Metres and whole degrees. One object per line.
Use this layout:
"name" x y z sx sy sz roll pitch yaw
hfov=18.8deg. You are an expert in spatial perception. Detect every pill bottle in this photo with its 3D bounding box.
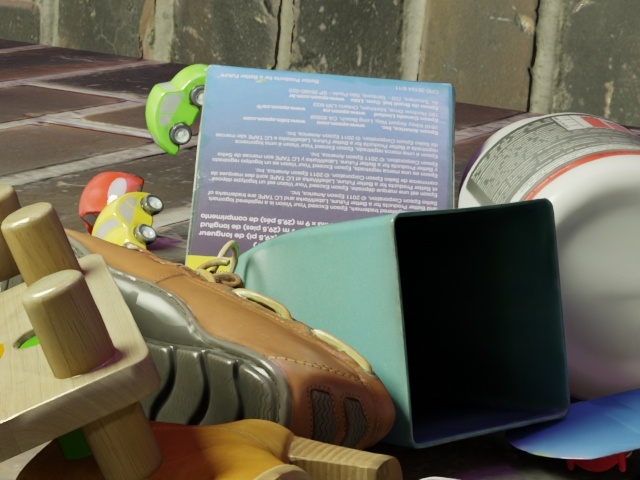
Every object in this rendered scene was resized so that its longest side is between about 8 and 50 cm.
"pill bottle" 0.232 -0.001 1.710 0.210 0.210 0.363 3 13 -6

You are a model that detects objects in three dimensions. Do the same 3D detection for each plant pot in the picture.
"plant pot" 0.044 0.062 1.478 0.165 0.166 0.234 -6 1 -40

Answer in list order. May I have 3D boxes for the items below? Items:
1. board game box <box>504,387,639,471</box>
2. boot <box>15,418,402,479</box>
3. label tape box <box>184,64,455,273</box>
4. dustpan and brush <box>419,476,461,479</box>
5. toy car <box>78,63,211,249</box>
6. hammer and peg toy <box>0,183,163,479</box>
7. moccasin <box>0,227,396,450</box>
"board game box" 0.223 0.148 1.425 0.168 0.033 0.133 -12 11 -14
"boot" -0.092 0.164 1.130 0.211 0.104 0.295 3 6 20
"label tape box" 0.000 0.000 1.775 0.240 0.106 0.334 4 52 -1
"dustpan and brush" 0.129 0.192 1.061 0.211 0.147 0.060 29 57 5
"toy car" -0.176 -0.083 1.927 0.053 0.225 0.239 27 6 -17
"hammer and peg toy" -0.244 0.085 1.185 0.266 0.127 0.361 -24 17 -8
"moccasin" -0.102 0.072 1.429 0.380 0.139 0.147 14 10 44
